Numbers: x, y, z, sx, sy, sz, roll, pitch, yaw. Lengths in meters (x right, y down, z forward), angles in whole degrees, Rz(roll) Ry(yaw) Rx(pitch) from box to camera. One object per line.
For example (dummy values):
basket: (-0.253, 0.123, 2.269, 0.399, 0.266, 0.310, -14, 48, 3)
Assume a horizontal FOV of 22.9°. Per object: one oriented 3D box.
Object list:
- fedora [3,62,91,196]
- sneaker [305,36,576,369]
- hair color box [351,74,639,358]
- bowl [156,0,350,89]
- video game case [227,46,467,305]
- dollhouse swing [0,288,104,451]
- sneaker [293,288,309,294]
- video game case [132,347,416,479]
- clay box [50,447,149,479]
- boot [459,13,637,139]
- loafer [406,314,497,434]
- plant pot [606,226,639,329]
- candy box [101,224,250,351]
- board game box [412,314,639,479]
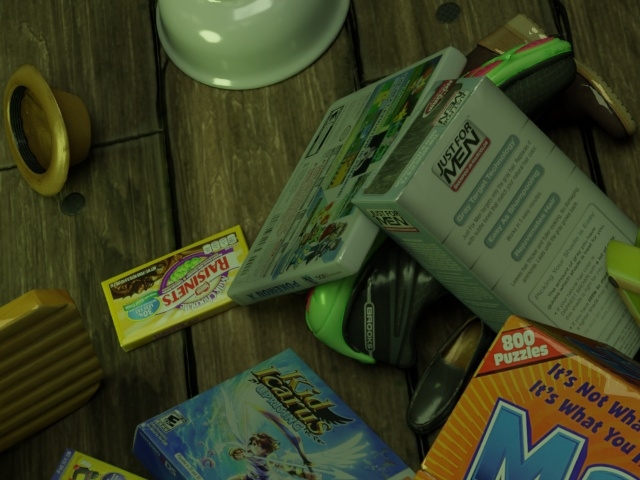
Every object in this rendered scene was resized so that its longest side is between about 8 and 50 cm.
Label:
fedora: (-0.377, -0.160, 2.225, 0.079, 0.194, 0.194, -12, 54, -35)
sneaker: (0.175, -0.047, 1.995, 0.202, 0.185, 0.483, 36, 91, -6)
hair color box: (0.237, -0.002, 1.854, 0.185, 0.374, 0.113, -54, 23, -15)
bowl: (-0.112, -0.375, 2.254, 0.297, 0.134, 0.298, -6, 62, 11)
video game case: (0.030, -0.076, 1.995, 0.036, 0.300, 0.329, 37, 65, -19)
dollhouse swing: (-0.392, 0.279, 1.888, 0.304, 0.347, 0.315, -16, 61, -6)
sneaker: (0.000, 0.000, 2.071, 0.063, 0.073, 0.162, 38, 78, 27)
video game case: (-0.047, 0.274, 1.888, 0.244, 0.061, 0.269, -24, 55, -37)
clay box: (-0.244, 0.357, 1.967, 0.222, 0.053, 0.127, 17, 69, 21)
boot: (0.273, -0.160, 2.093, 0.207, 0.090, 0.248, -47, 65, 4)
loafer: (0.157, 0.161, 1.957, 0.062, 0.061, 0.170, 26, 74, 23)
plant pot: (0.473, 0.047, 1.788, 0.207, 0.228, 0.227, -40, 26, -12)
candy box: (-0.184, 0.063, 2.113, 0.205, 0.027, 0.105, -23, 64, 2)
board game box: (0.303, 0.331, 1.613, 0.356, 0.356, 0.356, 33, 96, 26)
